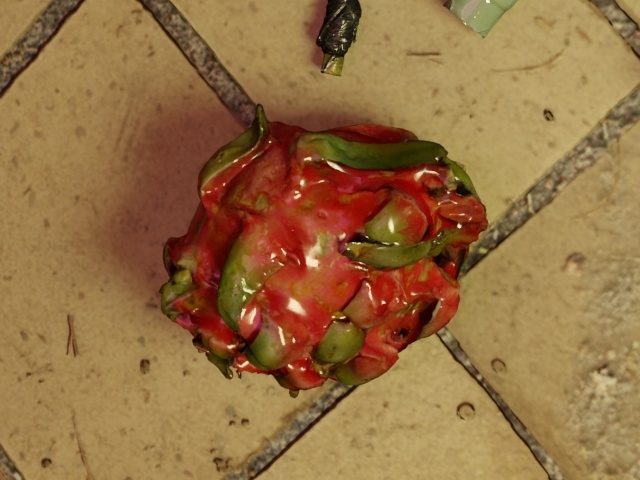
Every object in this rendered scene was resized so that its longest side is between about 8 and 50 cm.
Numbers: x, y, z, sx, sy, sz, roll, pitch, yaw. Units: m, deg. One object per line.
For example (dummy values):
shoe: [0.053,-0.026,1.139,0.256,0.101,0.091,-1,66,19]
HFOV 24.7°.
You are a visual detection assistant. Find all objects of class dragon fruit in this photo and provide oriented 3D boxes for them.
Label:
dragon fruit: [0.004,0.011,1.307,0.303,0.231,0.237,-22,72,13]

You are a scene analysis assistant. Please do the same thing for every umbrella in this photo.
umbrella: [0.022,-0.227,1.388,0.037,0.040,0.144,13,94,30]

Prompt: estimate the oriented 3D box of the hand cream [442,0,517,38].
hand cream: [0.192,-0.274,1.307,0.078,0.050,0.205,42,104,17]
